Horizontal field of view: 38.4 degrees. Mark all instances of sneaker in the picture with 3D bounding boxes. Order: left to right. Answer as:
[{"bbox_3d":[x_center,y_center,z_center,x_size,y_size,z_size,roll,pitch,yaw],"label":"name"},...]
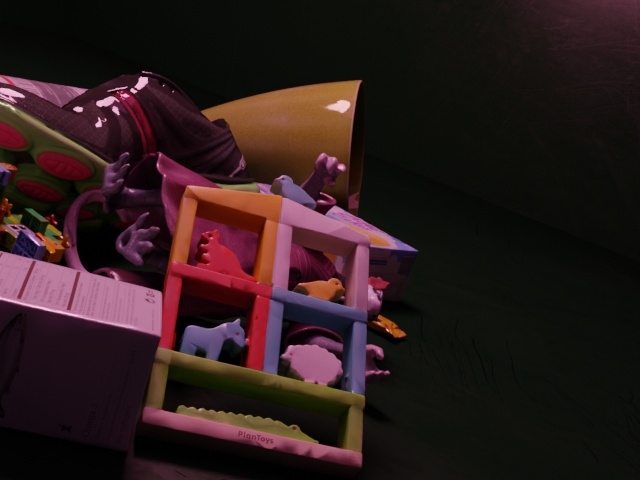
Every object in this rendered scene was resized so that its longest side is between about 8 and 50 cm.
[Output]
[{"bbox_3d":[-0.277,-0.124,1.202,0.185,0.202,0.482,-23,-18,28],"label":"sneaker"}]

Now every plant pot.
[{"bbox_3d":[-0.078,-0.159,1.659,0.293,0.275,0.275,5,11,7],"label":"plant pot"}]

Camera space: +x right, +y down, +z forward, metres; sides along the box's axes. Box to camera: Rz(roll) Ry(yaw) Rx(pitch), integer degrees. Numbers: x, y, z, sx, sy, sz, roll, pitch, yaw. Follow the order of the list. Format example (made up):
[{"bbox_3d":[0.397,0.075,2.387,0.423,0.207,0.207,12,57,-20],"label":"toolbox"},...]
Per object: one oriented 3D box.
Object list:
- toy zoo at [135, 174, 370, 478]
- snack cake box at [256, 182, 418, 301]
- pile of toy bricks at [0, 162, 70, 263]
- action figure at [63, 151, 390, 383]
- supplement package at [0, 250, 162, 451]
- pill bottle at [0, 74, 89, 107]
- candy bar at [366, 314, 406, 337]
[{"bbox_3d":[-0.049,0.058,0.843,0.192,0.030,0.293,15,51,-15],"label":"toy zoo"},{"bbox_3d":[0.000,0.000,1.407,0.152,0.089,0.264,4,19,-45],"label":"snack cake box"},{"bbox_3d":[-0.313,-0.011,0.952,0.212,0.118,0.105,35,17,28],"label":"pile of toy bricks"},{"bbox_3d":[-0.074,0.051,1.035,0.370,0.248,0.275,22,-33,-37],"label":"action figure"},{"bbox_3d":[-0.225,0.081,0.724,0.179,0.105,0.105,15,15,-14],"label":"supplement package"},{"bbox_3d":[-0.373,-0.142,1.319,0.161,0.161,0.283,26,15,31],"label":"pill bottle"},{"bbox_3d":[0.043,0.093,1.236,0.161,0.018,0.040,25,11,29],"label":"candy bar"}]
